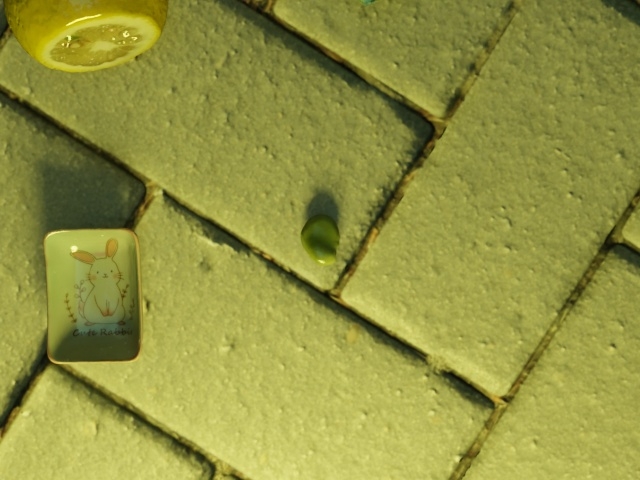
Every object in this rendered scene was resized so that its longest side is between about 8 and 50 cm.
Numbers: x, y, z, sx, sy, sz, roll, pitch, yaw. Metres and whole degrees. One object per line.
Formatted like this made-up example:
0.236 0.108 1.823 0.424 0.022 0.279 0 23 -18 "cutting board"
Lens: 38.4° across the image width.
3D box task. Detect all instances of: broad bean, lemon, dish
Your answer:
0.000 0.000 1.475 0.063 0.045 0.083 -7 86 -1 "broad bean"
-0.351 -0.383 1.361 0.240 0.240 0.219 -16 82 1 "lemon"
-0.354 0.086 1.462 0.151 0.077 0.212 -1 93 2 "dish"

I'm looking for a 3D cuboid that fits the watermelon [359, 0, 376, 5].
0.068 -0.536 1.384 0.302 0.151 0.264 42 98 -14 "watermelon"
